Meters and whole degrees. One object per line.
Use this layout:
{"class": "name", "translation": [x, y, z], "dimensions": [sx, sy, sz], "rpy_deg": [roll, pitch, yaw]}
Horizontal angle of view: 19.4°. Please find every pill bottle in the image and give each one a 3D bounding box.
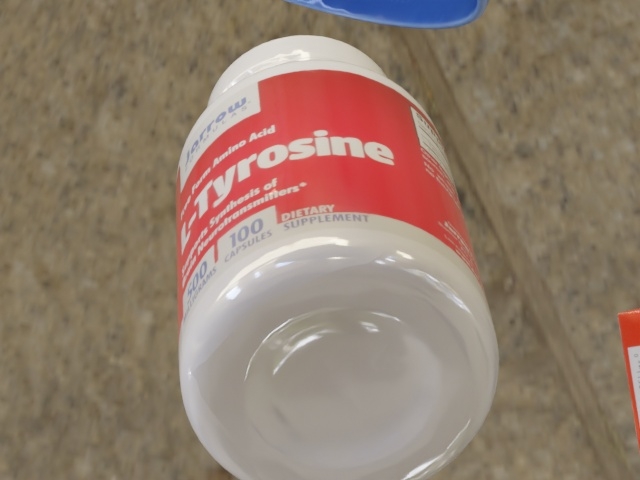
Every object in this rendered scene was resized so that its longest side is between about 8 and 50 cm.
{"class": "pill bottle", "translation": [0.000, 0.000, 1.471], "dimensions": [0.229, 0.407, 0.229], "rpy_deg": [-2, 121, -4]}

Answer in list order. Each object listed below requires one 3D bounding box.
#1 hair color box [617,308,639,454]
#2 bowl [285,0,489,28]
{"class": "hair color box", "translation": [0.231, 0.074, 0.999], "dimensions": [0.053, 0.167, 0.093], "rpy_deg": [-12, 85, 40]}
{"class": "bowl", "translation": [-0.076, -0.233, 1.054], "dimensions": [0.391, 0.391, 0.077], "rpy_deg": [23, 85, -11]}
